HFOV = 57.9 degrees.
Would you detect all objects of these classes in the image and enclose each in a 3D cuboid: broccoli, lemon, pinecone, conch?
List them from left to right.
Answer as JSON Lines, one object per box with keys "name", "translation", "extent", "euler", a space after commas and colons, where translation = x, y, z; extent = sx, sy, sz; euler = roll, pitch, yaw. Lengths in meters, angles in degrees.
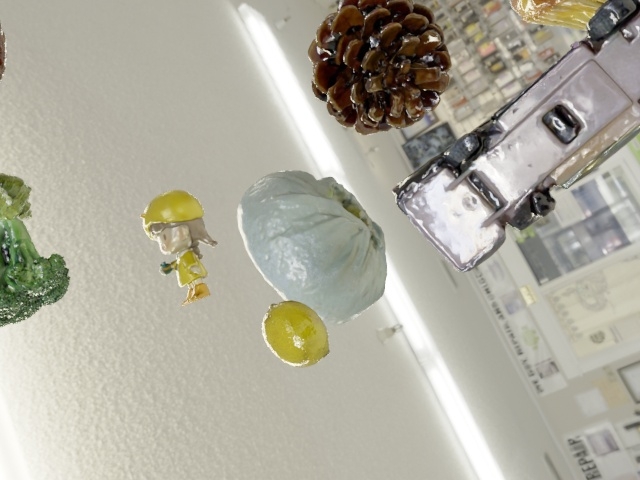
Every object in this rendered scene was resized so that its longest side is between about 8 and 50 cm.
{"name": "broccoli", "translation": [-0.642, 0.050, 1.118], "extent": [0.295, 0.245, 0.265], "euler": [19, -174, -11]}
{"name": "conch", "translation": [-0.509, -0.070, 0.911], "extent": [0.121, 0.089, 0.074], "euler": [42, 170, -23]}
{"name": "lemon", "translation": [-0.037, 0.125, 0.795], "extent": [0.111, 0.082, 0.082], "euler": [39, -169, 27]}
{"name": "pinecone", "translation": [0.085, -0.237, 0.795], "extent": [0.207, 0.208, 0.207], "euler": [48, -156, -29]}

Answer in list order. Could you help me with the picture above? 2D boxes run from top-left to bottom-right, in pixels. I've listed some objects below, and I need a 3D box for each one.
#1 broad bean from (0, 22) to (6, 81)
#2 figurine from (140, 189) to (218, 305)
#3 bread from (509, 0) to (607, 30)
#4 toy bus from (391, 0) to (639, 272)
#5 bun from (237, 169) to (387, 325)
{"name": "broad bean", "translation": [-0.844, -0.462, 1.398], "extent": [0.122, 0.228, 0.156], "euler": [36, -149, 27]}
{"name": "figurine", "translation": [-0.419, 0.019, 1.744], "extent": [0.187, 0.215, 0.343], "euler": [-13, -95, -43]}
{"name": "bread", "translation": [0.394, -0.471, 0.873], "extent": [0.156, 0.287, 0.204], "euler": [6, -153, -14]}
{"name": "toy bus", "translation": [0.220, -0.111, 0.538], "extent": [0.112, 0.317, 0.138], "euler": [50, -164, 1]}
{"name": "bun", "translation": [0.000, 0.000, 1.185], "extent": [0.362, 0.211, 0.361], "euler": [44, -159, -23]}
